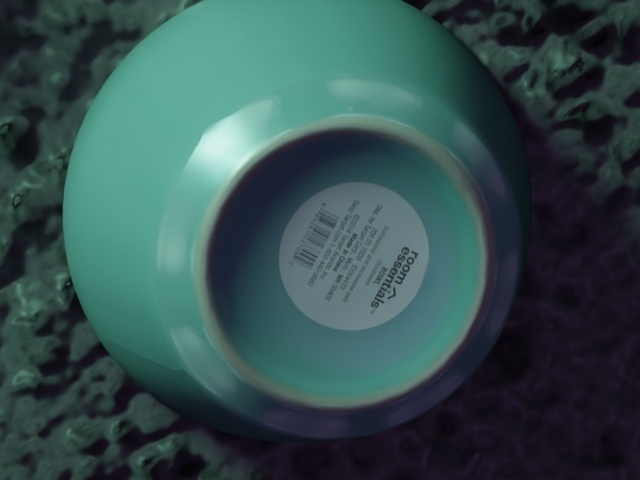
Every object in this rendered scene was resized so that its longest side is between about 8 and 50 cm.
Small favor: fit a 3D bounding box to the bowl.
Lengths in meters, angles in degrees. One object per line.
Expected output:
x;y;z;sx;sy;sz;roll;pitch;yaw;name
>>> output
0.000;0.000;1.197;0.312;0.163;0.311;-2;103;-9;bowl
